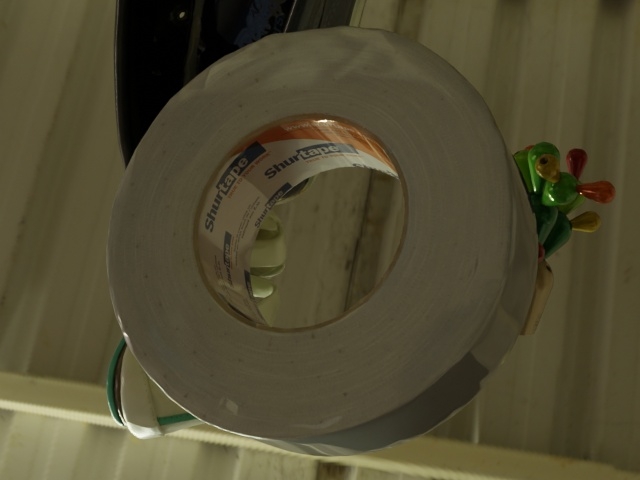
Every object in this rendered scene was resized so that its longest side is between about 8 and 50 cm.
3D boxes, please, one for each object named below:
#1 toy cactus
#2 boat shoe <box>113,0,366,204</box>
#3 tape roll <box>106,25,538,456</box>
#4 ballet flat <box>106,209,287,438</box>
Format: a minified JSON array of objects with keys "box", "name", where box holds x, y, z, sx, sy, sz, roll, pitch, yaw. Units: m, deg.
[{"box":[0.207,-0.001,0.975,0.112,0.219,0.180,12,-74,17],"name":"toy cactus"},{"box":[-0.052,-0.227,0.697,0.187,0.500,0.156,27,-144,25],"name":"boat shoe"},{"box":[0.000,0.000,0.557,0.219,0.072,0.219,-6,-108,19],"name":"tape roll"},{"box":[-0.098,0.037,1.067,0.139,0.139,0.400,7,-140,4],"name":"ballet flat"}]
